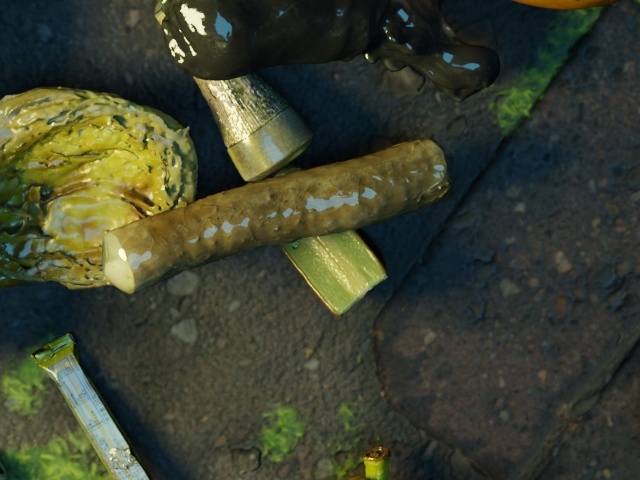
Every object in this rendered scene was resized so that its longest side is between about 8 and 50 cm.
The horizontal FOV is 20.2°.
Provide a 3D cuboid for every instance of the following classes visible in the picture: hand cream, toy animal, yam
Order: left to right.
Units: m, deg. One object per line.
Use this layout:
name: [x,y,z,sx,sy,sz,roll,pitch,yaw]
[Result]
hand cream: [-0.095,-0.157,1.766,0.084,0.084,0.203,-35,97,4]
yam: [-0.040,-0.025,1.747,0.356,0.081,0.081,-17,105,-12]
toy animal: [0.011,-0.229,1.719,0.343,0.106,0.168,2,80,-18]

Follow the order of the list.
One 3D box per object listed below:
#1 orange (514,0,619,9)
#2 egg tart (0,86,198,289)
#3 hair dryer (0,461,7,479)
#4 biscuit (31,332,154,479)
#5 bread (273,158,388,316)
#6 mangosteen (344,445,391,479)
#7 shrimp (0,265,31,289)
orange: [0.221,-0.365,1.622,0.312,0.312,0.312,-1,104,-5]
egg tart: [-0.240,-0.062,1.763,0.252,0.098,0.232,-22,120,3]
hair dryer: [-0.396,0.218,1.848,0.082,0.047,0.137,-38,97,4]
biscuit: [-0.204,0.230,1.854,0.048,0.026,0.292,-31,94,-5]
bread: [-0.003,-0.004,1.803,0.074,0.084,0.139,-39,103,6]
mangosteen: [0.042,0.317,1.875,0.155,0.181,0.146,14,146,8]
shrimp: [-0.332,0.015,1.809,0.127,0.025,0.091,3,103,-3]
